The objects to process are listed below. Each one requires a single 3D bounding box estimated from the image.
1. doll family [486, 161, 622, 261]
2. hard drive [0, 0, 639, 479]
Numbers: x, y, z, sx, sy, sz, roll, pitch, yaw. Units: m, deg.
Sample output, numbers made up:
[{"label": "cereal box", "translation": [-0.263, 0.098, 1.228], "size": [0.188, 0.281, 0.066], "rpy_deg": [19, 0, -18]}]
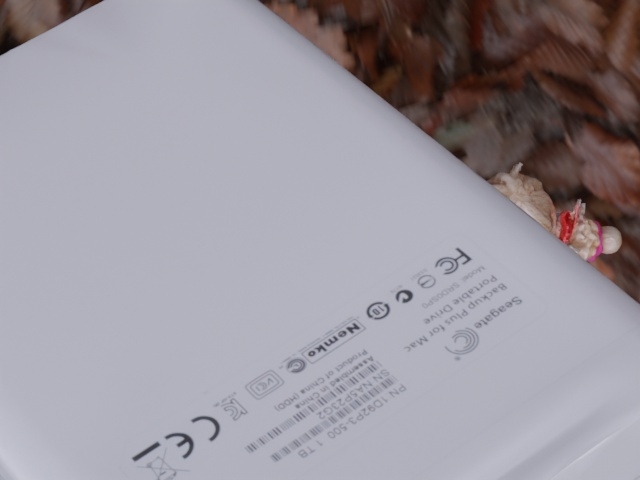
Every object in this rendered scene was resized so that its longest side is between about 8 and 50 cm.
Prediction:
[{"label": "doll family", "translation": [0.000, 0.000, 0.926], "size": [0.263, 0.163, 0.118], "rpy_deg": [20, 84, 10]}, {"label": "hard drive", "translation": [-0.038, 0.020, 0.716], "size": [0.203, 0.307, 0.040], "rpy_deg": [-32, 139, -20]}]
